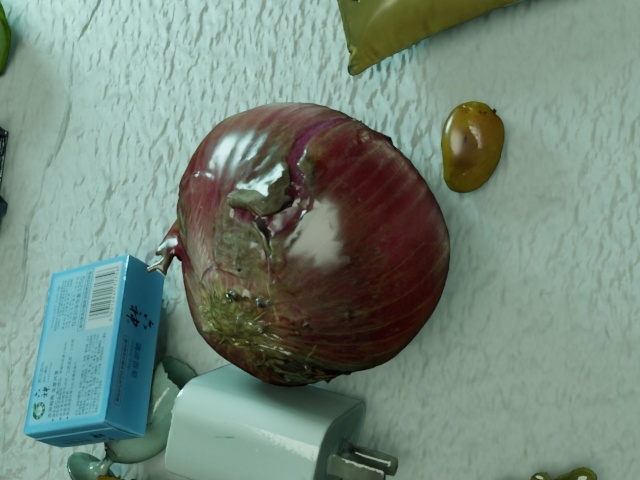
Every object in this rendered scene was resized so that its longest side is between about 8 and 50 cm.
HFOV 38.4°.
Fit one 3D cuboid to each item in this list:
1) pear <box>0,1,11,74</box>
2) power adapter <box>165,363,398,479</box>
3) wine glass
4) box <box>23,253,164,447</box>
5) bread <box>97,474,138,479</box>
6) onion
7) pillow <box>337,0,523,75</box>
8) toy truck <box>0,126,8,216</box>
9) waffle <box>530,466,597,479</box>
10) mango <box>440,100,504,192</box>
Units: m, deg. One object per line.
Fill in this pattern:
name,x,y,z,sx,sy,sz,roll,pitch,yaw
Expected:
pear,-0.617,-0.312,1.361,0.292,0.159,0.293,-2,83,16
power adapter,-0.034,0.246,1.120,0.255,0.187,0.124,13,97,19
wine glass,-0.245,0.252,1.239,0.093,0.093,0.202,44,101,15
box,-0.296,0.146,1.215,0.142,0.083,0.232,-13,61,27
bread,-0.285,0.440,1.187,0.129,0.134,0.260,25,103,-11
onion,-0.027,0.009,1.075,0.353,0.353,0.354,-1,86,18
pillow,0.138,-0.400,1.141,0.312,0.119,0.310,-18,85,14
toy truck,-0.517,-0.087,1.352,0.092,0.083,0.192,7,88,13
waffle,0.279,0.423,1.076,0.329,0.062,0.329,-2,85,18
mango,0.185,-0.115,1.140,0.080,0.060,0.114,18,90,2
